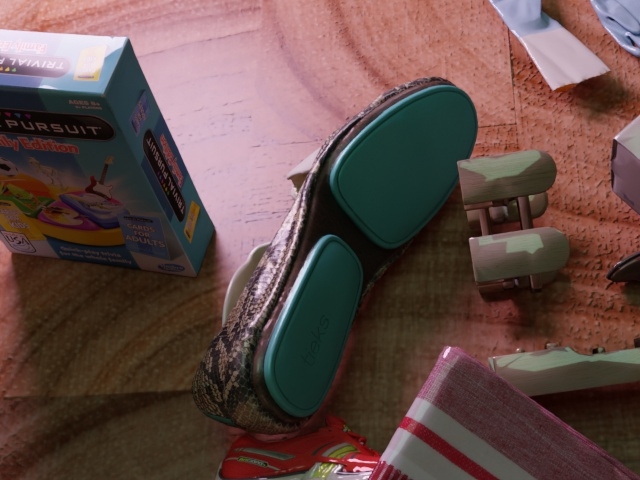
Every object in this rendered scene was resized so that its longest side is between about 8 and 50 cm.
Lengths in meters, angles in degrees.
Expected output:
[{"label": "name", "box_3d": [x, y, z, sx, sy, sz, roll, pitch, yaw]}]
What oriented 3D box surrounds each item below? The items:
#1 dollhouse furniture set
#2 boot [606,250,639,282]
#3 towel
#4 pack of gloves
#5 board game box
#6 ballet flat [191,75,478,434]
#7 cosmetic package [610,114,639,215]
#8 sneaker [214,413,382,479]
[{"label": "dollhouse furniture set", "box_3d": [0.238, 0.031, 1.161, 0.161, 0.212, 0.242, -9, 82, 8]}, {"label": "boot", "box_3d": [0.372, 0.062, 1.211, 0.106, 0.037, 0.114, -18, 59, -3]}, {"label": "towel", "box_3d": [0.134, 0.291, 1.034, 0.237, 0.037, 0.329, 35, 69, -5]}, {"label": "pack of gloves", "box_3d": [0.321, -0.284, 1.457, 0.195, 0.046, 0.232, -18, 58, -14]}, {"label": "board game box", "box_3d": [-0.286, -0.090, 1.267, 0.254, 0.336, 0.079, 6, 59, 16]}, {"label": "ballet flat", "box_3d": [0.000, 0.000, 1.262, 0.182, 0.164, 0.483, -5, 44, 46]}, {"label": "cosmetic package", "box_3d": [0.451, -0.132, 1.179, 0.296, 0.153, 0.129, -41, 68, -1]}, {"label": "sneaker", "box_3d": [0.032, 0.225, 1.140, 0.279, 0.107, 0.118, -1, 43, 6]}]
